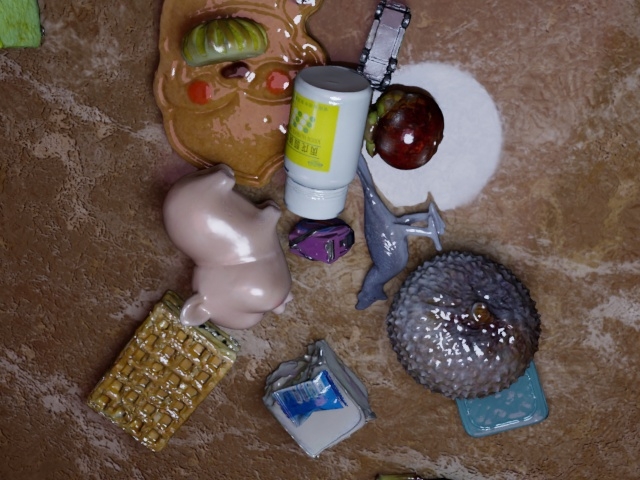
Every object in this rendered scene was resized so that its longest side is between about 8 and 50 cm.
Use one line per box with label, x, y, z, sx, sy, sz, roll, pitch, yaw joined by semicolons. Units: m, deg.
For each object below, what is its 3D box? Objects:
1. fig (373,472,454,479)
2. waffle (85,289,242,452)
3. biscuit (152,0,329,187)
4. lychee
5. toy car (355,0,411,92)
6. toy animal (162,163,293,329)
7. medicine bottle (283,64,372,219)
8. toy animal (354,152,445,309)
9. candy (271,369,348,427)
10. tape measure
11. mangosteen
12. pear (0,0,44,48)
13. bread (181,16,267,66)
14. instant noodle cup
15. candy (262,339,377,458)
fig;0.263;0.583;1.621;0.203;0.186;0.250;-38;66;28
waffle;-0.342;0.290;1.626;0.212;0.091;0.308;38;106;-6
biscuit;-0.155;-0.326;1.449;0.349;0.078;0.456;-3;106;10
lychee;0.264;0.161;1.434;0.299;0.300;0.300;2;106;5
toy car;0.117;-0.365;1.408;0.071;0.062;0.165;18;107;0
toy animal;-0.183;0.021;1.466;0.326;0.237;0.269;41;101;-9
medicine bottle;0.006;-0.178;1.382;0.143;0.143;0.258;11;123;3
toy animal;0.144;-0.023;1.486;0.205;0.081;0.367;1;109;24
candy;-0.022;0.316;1.485;0.136;0.038;0.088;-28;101;22
tape measure;0.000;0.000;1.490;0.118;0.125;0.074;12;112;36
mangosteen;0.140;-0.210;1.405;0.181;0.146;0.156;21;112;-3
pear;-0.680;-0.427;1.375;0.238;0.255;0.164;4;108;10
bread;-0.185;-0.359;1.361;0.157;0.094;0.083;-5;109;16
instant noodle cup;0.372;0.317;1.572;0.179;0.070;0.157;-16;102;10
candy;-0.002;0.328;1.578;0.184;0.137;0.195;-38;100;14
